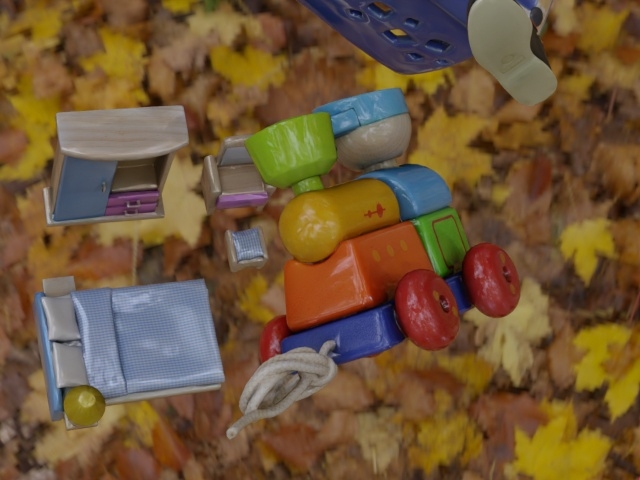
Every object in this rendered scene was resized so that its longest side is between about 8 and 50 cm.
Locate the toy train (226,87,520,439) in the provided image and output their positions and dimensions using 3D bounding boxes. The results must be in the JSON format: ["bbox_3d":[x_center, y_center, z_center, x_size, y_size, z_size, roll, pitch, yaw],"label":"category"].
[{"bbox_3d":[0.000,0.000,0.801,0.105,0.248,0.143,-20,89,29],"label":"toy train"}]

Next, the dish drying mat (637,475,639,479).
[{"bbox_3d":[0.352,0.279,1.715,0.032,0.008,0.083,33,92,9],"label":"dish drying mat"}]

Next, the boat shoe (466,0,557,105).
[{"bbox_3d":[0.137,-0.150,1.174,0.049,0.133,0.042,-29,55,12],"label":"boat shoe"}]

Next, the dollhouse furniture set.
[{"bbox_3d":[-0.160,0.034,1.703,0.287,0.198,0.303,-5,69,-16],"label":"dollhouse furniture set"}]

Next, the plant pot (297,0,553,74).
[{"bbox_3d":[0.115,-0.310,1.538,0.212,0.236,0.235,11,75,49],"label":"plant pot"}]
